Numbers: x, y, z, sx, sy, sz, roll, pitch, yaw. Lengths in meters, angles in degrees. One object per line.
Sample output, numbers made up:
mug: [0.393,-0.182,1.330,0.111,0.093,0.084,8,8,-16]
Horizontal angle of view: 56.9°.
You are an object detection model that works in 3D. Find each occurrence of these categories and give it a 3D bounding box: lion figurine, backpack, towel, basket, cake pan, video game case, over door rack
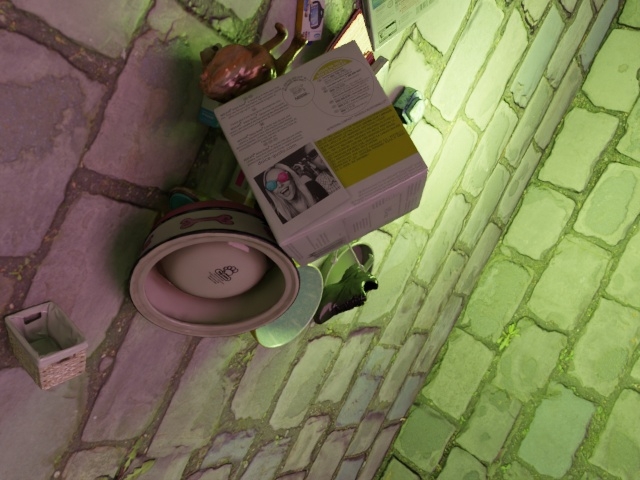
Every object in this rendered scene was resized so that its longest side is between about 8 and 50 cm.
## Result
lion figurine: [-0.121,-0.355,1.398,0.240,0.142,0.392,-50,152,-3]
backpack: [0.313,-0.462,2.034,0.114,0.084,0.105,-59,148,-7]
towel: [0.077,-0.507,1.692,0.199,0.031,0.275,-56,159,-6]
basket: [-0.600,0.231,1.295,0.113,0.167,0.103,-21,134,-43]
cake pan: [0.090,0.128,2.205,0.293,0.054,0.293,-32,137,-35]
video game case: [0.237,-0.772,1.753,0.329,0.036,0.300,-42,142,-24]
over door rack: [0.000,0.000,1.829,0.108,0.239,0.324,-58,145,-7]

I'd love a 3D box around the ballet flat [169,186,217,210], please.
ballet flat: [-0.293,-0.043,1.551,0.123,0.123,0.348,-45,142,-22]

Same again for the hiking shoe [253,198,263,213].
hiking shoe: [-0.093,-0.156,1.597,0.227,0.086,0.114,-56,159,4]

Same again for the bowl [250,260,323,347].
bowl: [-0.145,0.172,1.842,0.289,0.156,0.289,-32,137,-36]

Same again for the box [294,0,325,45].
box: [-0.028,-0.581,1.557,0.081,0.028,0.136,-24,130,-42]

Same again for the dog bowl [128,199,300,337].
dog bowl: [-0.261,0.068,1.469,0.408,0.150,0.408,-5,137,-5]

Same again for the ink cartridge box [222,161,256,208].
ink cartridge box: [-0.139,-0.196,1.642,0.193,0.088,0.234,10,107,-56]

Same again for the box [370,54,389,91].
box: [0.141,-0.454,1.815,0.186,0.038,0.145,-52,164,-19]

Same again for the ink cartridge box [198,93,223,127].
ink cartridge box: [-0.221,-0.365,1.434,0.104,0.061,0.181,-7,119,-52]

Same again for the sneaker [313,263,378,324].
sneaker: [0.091,0.200,2.097,0.286,0.130,0.109,-43,144,-22]

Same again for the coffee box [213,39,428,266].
coffee box: [0.009,-0.177,1.345,0.338,0.334,0.337,-27,168,0]
